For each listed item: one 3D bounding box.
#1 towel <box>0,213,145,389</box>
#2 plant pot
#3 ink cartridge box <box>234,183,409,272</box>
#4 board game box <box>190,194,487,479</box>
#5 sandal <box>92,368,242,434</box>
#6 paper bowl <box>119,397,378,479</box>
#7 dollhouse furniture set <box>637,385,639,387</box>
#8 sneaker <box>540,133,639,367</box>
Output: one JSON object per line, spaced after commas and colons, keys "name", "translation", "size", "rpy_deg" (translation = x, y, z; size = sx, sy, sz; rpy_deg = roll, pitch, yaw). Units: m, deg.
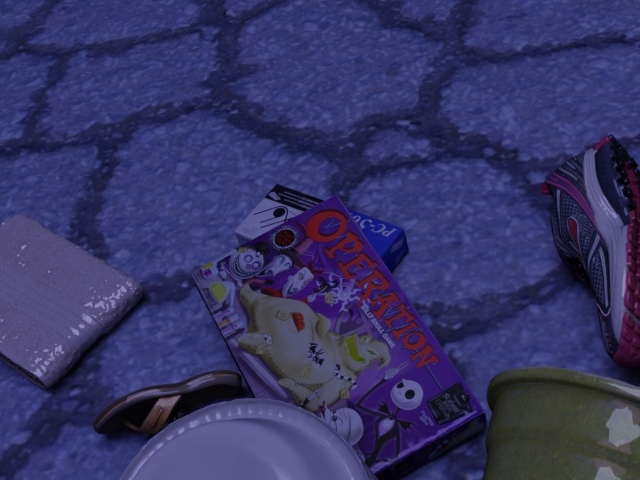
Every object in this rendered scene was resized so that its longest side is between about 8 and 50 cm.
{"name": "towel", "translation": [-0.386, 0.070, 1.407], "size": [0.282, 0.049, 0.187], "rpy_deg": [24, 59, 34]}
{"name": "plant pot", "translation": [0.224, 0.284, 0.893], "size": [0.276, 0.276, 0.254], "rpy_deg": [16, 65, 29]}
{"name": "ink cartridge box", "translation": [0.000, 0.000, 1.358], "size": [0.207, 0.046, 0.097], "rpy_deg": [20, 57, 32]}
{"name": "board game box", "translation": [0.010, 0.119, 1.201], "size": [0.208, 0.056, 0.347], "rpy_deg": [-26, 54, -10]}
{"name": "sandal", "translation": [-0.175, 0.195, 1.219], "size": [0.180, 0.072, 0.049], "rpy_deg": [-15, 66, -3]}
{"name": "paper bowl", "translation": [-0.079, 0.285, 1.002], "size": [0.284, 0.148, 0.284], "rpy_deg": [-10, 56, 15]}
{"name": "dollhouse furniture set", "translation": [0.435, 0.131, 0.990], "size": [0.242, 0.212, 0.161], "rpy_deg": [-6, 37, -28]}
{"name": "sneaker", "translation": [0.328, 0.020, 1.208], "size": [0.112, 0.121, 0.299], "rpy_deg": [-30, 38, 31]}
